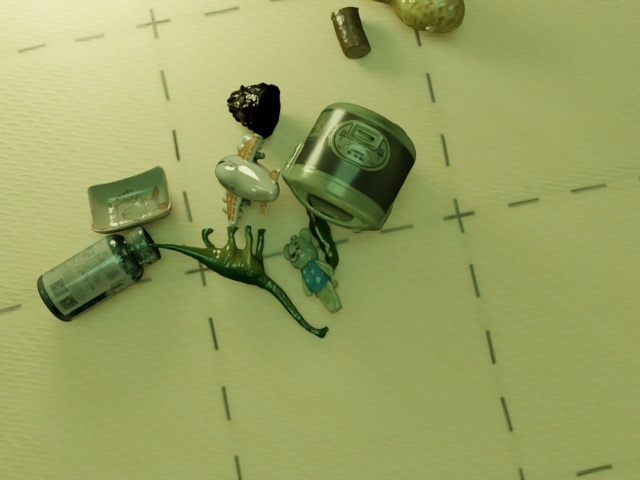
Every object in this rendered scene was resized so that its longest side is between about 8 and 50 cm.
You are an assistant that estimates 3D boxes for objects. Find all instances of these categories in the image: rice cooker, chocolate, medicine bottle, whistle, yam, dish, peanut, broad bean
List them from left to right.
[{"bbox_3d":[-0.559,0.078,1.652,0.293,0.141,0.141,-31,82,-3],"label":"medicine bottle"},{"bbox_3d":[-0.493,-0.094,1.699,0.212,0.077,0.151,-17,62,-1],"label":"dish"},{"bbox_3d":[-0.192,-0.353,1.723,0.133,0.156,0.156,15,82,19],"label":"chocolate"},{"bbox_3d":[-0.019,0.082,1.651,0.114,0.077,0.235,-44,65,30],"label":"whistle"},{"bbox_3d":[0.008,0.001,1.700,0.061,0.046,0.195,-13,84,9],"label":"broad bean"},{"bbox_3d":[0.070,-0.175,1.611,0.288,0.288,0.277,29,83,5],"label":"rice cooker"},{"bbox_3d":[0.083,-0.569,1.767,0.084,0.084,0.127,-17,79,-1],"label":"yam"},{"bbox_3d":[0.241,-0.668,1.750,0.325,0.140,0.153,27,100,7],"label":"peanut"}]

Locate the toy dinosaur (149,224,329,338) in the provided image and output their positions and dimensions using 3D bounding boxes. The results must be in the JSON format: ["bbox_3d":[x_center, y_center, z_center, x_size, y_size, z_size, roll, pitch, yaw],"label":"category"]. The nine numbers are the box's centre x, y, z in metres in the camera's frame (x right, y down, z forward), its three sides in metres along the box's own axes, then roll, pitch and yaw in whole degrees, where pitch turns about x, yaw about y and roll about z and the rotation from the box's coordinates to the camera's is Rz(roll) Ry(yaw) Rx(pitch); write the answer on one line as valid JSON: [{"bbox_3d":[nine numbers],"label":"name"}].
[{"bbox_3d":[-0.206,0.114,1.661,0.447,0.087,0.301,-2,84,-11],"label":"toy dinosaur"}]

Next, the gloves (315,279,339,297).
[{"bbox_3d":[0.011,0.127,1.689,0.081,0.044,0.037,-33,121,14],"label":"gloves"}]

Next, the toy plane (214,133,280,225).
[{"bbox_3d":[-0.192,-0.155,1.655,0.245,0.117,0.244,-3,86,43],"label":"toy plane"}]
